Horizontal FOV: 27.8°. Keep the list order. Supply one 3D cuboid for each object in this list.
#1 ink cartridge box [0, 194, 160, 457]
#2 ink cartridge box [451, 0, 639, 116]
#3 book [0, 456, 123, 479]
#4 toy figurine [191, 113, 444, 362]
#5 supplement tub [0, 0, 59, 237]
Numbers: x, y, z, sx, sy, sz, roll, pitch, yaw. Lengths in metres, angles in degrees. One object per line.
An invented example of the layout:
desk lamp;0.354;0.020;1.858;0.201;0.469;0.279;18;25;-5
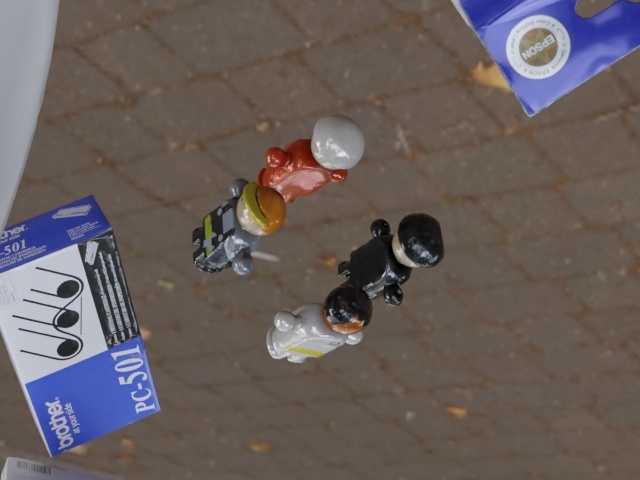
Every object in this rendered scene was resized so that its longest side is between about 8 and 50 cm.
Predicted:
ink cartridge box;-0.188;0.069;0.977;0.097;0.046;0.207;-22;137;-16
ink cartridge box;0.084;-0.253;0.640;0.175;0.069;0.371;-33;106;10
book;-0.192;0.211;0.968;0.096;0.035;0.144;16;-167;-15
toy figurine;0.000;0.000;1.314;0.213;0.209;0.148;53;136;-4
supplement tub;-0.260;-0.057;0.352;0.325;0.235;0.235;19;155;-2
